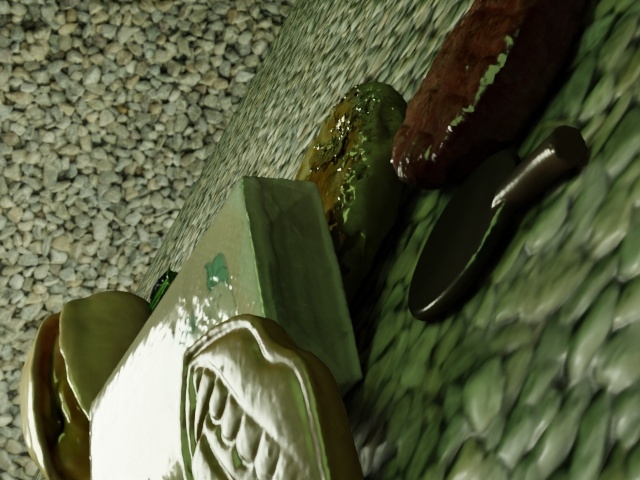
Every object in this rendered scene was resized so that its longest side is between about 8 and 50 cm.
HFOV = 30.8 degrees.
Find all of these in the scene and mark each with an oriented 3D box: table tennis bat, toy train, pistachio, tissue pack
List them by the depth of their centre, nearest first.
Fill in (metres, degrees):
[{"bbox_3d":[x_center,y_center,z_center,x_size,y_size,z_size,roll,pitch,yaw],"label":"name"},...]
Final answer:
[{"bbox_3d":[0.049,-0.038,0.635,0.170,0.119,0.107,-47,18,57],"label":"table tennis bat"},{"bbox_3d":[-0.087,0.114,0.864,0.325,0.071,0.170,-52,42,41],"label":"tissue pack"},{"bbox_3d":[-0.163,0.084,1.384,0.060,0.081,0.202,-59,11,5],"label":"toy train"},{"bbox_3d":[-0.264,0.179,1.393,0.187,0.187,0.299,-55,24,26],"label":"pistachio"}]

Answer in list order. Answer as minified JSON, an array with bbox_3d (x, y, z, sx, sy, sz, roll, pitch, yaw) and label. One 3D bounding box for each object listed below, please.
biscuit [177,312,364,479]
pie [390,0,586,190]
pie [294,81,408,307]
[{"bbox_3d":[-0.040,0.120,0.681,0.220,0.029,0.142,38,114,56],"label":"biscuit"},{"bbox_3d":[0.105,-0.111,0.748,0.182,0.049,0.182,-55,12,18],"label":"pie"},{"bbox_3d":[0.000,0.000,0.934,0.274,0.055,0.274,-61,13,25],"label":"pie"}]
